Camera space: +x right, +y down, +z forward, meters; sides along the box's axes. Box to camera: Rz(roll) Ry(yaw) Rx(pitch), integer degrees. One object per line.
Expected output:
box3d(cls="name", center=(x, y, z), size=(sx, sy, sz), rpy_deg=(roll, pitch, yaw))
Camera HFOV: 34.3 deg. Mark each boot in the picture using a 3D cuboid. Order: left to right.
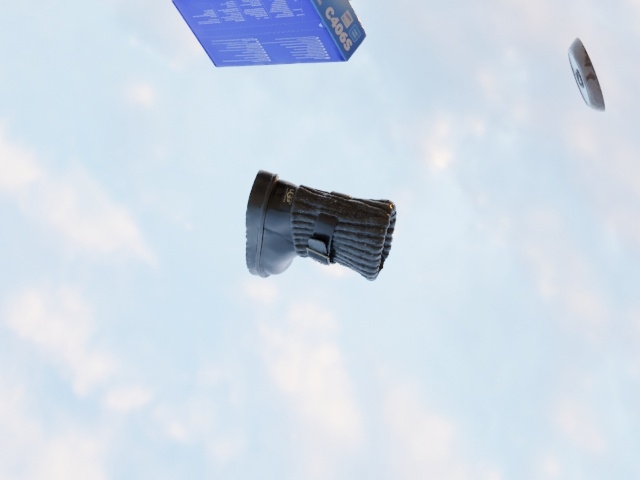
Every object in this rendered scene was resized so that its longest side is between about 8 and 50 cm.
box3d(cls="boot", center=(-0.001, 0.003, 1.905), size=(0.260, 0.348, 0.131), rpy_deg=(14, -109, 3))

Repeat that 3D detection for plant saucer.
box3d(cls="plant saucer", center=(0.555, -0.344, 2.176), size=(0.168, 0.029, 0.168), rpy_deg=(-21, -90, -82))

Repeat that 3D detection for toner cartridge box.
box3d(cls="toner cartridge box", center=(-0.097, -0.396, 1.839), size=(0.075, 0.348, 0.165), rpy_deg=(-55, -50, -26))
